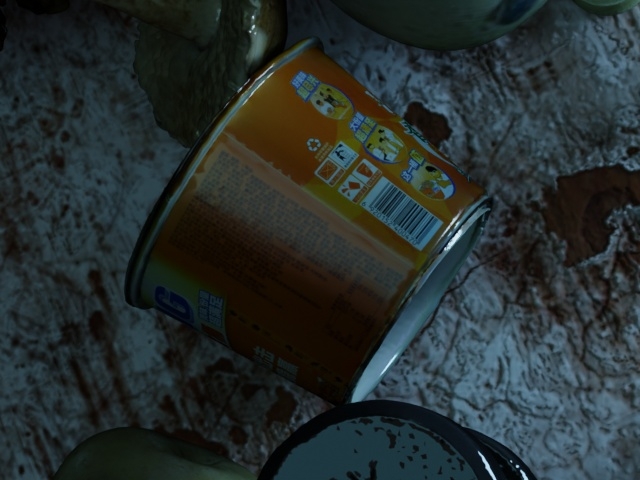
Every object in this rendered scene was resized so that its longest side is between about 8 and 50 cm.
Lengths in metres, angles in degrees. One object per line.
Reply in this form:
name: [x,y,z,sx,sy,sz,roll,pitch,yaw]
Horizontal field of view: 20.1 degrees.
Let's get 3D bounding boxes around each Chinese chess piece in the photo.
Chinese chess piece: [0.264,-0.249,1.666,0.084,0.034,0.084,-2,80,14]

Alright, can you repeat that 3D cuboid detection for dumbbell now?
dumbbell: [0.075,0.242,1.467,0.203,0.322,0.204,-3,79,13]

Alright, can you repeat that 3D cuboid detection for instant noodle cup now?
instant noodle cup: [0.000,0.000,1.567,0.214,0.296,0.296,35,89,10]

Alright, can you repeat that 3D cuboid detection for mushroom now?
mushroom: [-0.166,-0.230,1.583,0.301,0.208,0.233,33,130,-11]

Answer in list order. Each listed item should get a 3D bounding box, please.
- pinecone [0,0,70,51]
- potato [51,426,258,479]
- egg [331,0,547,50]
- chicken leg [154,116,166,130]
pinecone: [-0.310,-0.383,1.691,0.384,0.384,0.385,-3,79,14]
potato: [-0.120,0.321,1.553,0.243,0.221,0.326,-31,64,8]
egg: [0.096,-0.379,1.569,0.345,0.345,0.428,-13,102,11]
chicken leg: [-0.116,-0.219,1.738,0.107,0.087,0.252,3,86,36]
